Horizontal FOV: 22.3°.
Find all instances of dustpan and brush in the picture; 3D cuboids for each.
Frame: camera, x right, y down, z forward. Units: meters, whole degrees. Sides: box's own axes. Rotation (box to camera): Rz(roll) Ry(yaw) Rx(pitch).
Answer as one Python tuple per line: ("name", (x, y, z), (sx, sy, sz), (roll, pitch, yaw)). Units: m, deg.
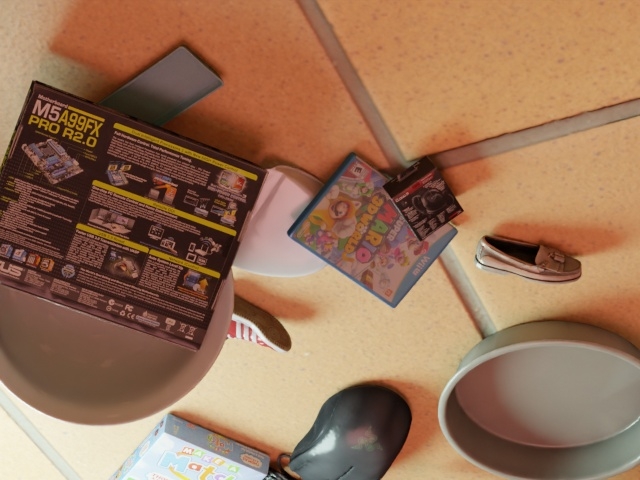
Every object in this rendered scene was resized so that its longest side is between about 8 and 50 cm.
("dustpan and brush", (0.000, 0.000, 1.879), (0.211, 0.060, 0.147), (28, 120, -12))

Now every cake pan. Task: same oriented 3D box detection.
("cake pan", (0.295, 0.202, 2.046), (0.293, 0.054, 0.293), (4, 137, 4))

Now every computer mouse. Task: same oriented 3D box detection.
("computer mouse", (0.038, 0.295, 2.163), (0.188, 0.072, 0.272), (17, 136, -9))

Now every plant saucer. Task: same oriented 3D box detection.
("plant saucer", (-0.193, -0.150, 1.766), (0.192, 0.018, 0.067), (-29, 126, 33))

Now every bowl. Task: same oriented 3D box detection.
("bowl", (-0.252, 0.052, 1.859), (0.298, 0.134, 0.298), (-2, 99, -11))

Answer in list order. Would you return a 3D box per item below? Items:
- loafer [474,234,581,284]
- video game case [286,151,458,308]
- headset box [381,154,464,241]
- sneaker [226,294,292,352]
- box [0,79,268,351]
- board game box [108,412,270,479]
("loafer", (0.241, 0.021, 1.873), (0.125, 0.045, 0.039), (8, 130, 3))
("video game case", (0.060, -0.009, 1.841), (0.166, 0.015, 0.119), (35, 100, -27))
("headset box", (0.112, -0.049, 1.805), (0.062, 0.032, 0.083), (-36, 127, 1))
("sneaker", (-0.097, 0.113, 2.010), (0.118, 0.042, 0.067), (35, 126, -17))
("box", (-0.219, -0.025, 1.755), (0.270, 0.060, 0.216), (20, 94, -14))
("board game box", (-0.190, 0.333, 2.254), (0.160, 0.039, 0.211), (25, 133, -18))
